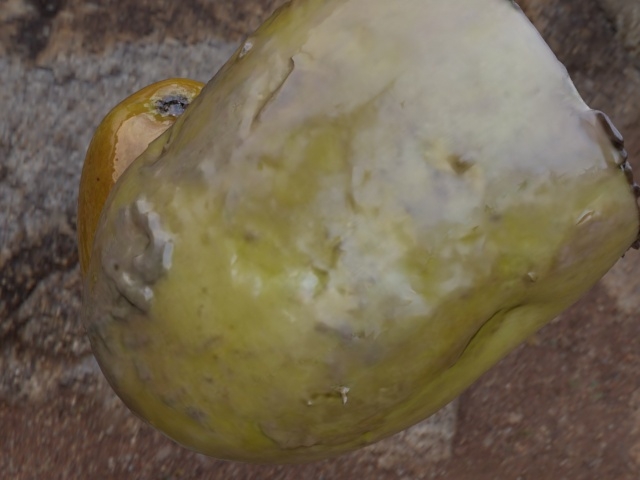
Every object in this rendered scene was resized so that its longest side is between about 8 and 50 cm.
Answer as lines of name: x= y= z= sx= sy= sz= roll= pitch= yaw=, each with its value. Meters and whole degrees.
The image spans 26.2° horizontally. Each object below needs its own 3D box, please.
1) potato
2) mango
potato: x=0.000 y=0.000 z=0.707 sx=0.266 sy=0.229 sz=0.229 roll=-37 pitch=75 yaw=0
mango: x=-0.175 y=-0.004 z=1.657 sx=0.221 sy=0.378 sz=0.264 roll=10 pitch=17 yaw=23
